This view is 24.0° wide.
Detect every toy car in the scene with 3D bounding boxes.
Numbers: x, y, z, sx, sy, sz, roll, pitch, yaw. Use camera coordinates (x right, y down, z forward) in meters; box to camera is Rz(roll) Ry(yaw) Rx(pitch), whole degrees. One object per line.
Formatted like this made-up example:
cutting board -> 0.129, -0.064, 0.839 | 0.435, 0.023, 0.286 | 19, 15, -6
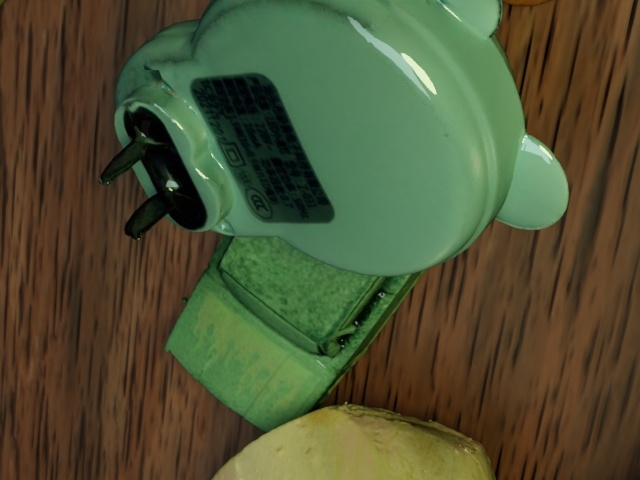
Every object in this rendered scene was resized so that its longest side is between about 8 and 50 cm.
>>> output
toy car -> 0.000, 0.000, 1.053 | 0.141, 0.097, 0.320 | 38, 120, 8

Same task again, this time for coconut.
coconut -> 0.028, 0.221, 1.062 | 0.241, 0.241, 0.241 | 9, 113, 22

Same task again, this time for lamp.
lamp -> -0.002, -0.075, 0.902 | 0.284, 0.147, 0.209 | -12, 116, 25

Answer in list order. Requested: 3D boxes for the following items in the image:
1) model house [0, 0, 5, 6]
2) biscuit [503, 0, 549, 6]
model house -> -0.282, -0.254, 1.033 | 0.267, 0.194, 0.325 | 29, 121, 11
biscuit -> 0.091, -0.248, 0.951 | 0.192, 0.036, 0.186 | 16, 117, 20
